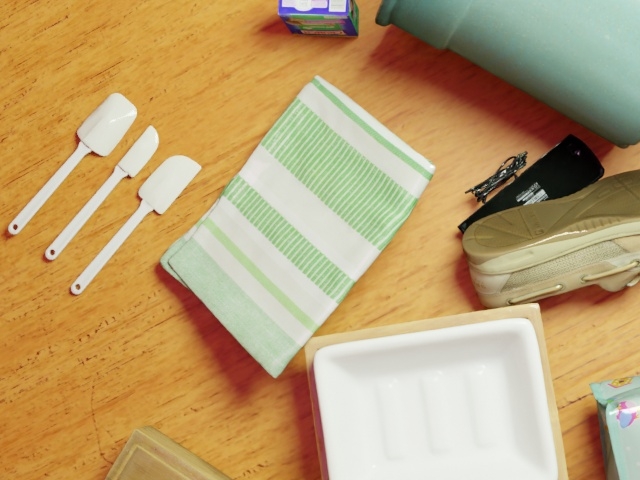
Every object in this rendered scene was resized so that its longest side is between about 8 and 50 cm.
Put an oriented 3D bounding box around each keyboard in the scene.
[{"bbox_3d":[0.258,-0.064,1.439,0.192,0.038,0.100,-39,104,2],"label":"keyboard"}]

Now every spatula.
[{"bbox_3d":[-0.298,-0.062,1.525,0.168,0.019,0.242,42,93,4],"label":"spatula"}]

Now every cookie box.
[{"bbox_3d":[0.000,-0.293,1.454,0.092,0.107,0.040,3,87,10],"label":"cookie box"}]

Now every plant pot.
[{"bbox_3d":[0.297,-0.301,1.316,0.334,0.341,0.341,35,91,2],"label":"plant pot"}]

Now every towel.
[{"bbox_3d":[-0.032,-0.027,1.429,0.325,0.038,0.248,-50,58,2],"label":"towel"}]

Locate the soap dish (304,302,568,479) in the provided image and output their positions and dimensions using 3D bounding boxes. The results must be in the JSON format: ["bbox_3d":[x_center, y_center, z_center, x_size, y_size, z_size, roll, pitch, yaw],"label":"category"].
[{"bbox_3d":[0.139,0.211,1.382,0.291,0.118,0.228,-9,83,8],"label":"soap dish"}]

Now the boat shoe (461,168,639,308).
[{"bbox_3d":[0.349,-0.001,1.384,0.341,0.121,0.110,-13,120,10],"label":"boat shoe"}]

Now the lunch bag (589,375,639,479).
[{"bbox_3d":[0.445,0.284,1.313,0.224,0.160,0.262,-10,95,4],"label":"lunch bag"}]

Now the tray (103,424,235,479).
[{"bbox_3d":[-0.108,0.429,1.422,0.411,0.076,0.202,31,90,11],"label":"tray"}]
